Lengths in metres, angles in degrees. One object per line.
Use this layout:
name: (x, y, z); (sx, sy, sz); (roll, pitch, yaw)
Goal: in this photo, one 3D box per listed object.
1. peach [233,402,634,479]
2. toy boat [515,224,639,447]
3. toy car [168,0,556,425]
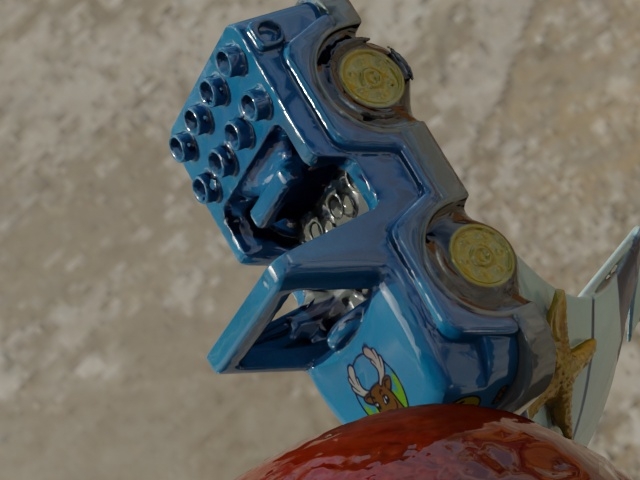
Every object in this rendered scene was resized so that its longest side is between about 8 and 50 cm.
peach: (0.026, 0.195, 0.612); (0.281, 0.238, 0.281); (-25, 45, 29)
toy boat: (0.124, 0.078, 1.039); (0.067, 0.221, 0.291); (4, 29, 29)
toy car: (0.000, 0.000, 0.719); (0.100, 0.191, 0.097); (-21, -20, -31)
